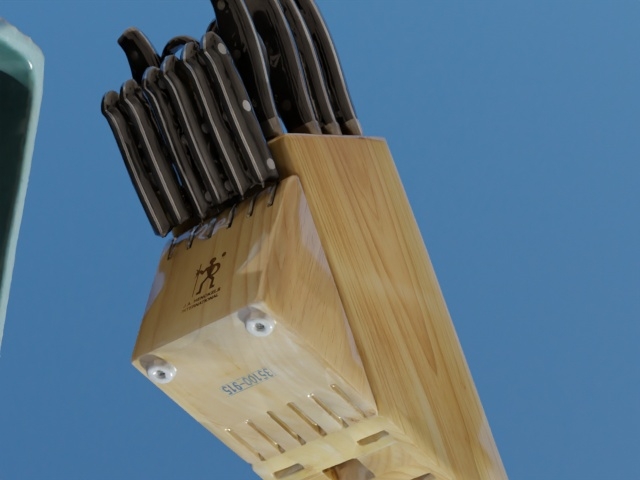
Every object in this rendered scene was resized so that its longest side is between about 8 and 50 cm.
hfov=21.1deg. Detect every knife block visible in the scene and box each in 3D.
[{"bbox_3d":[0.000,0.000,0.897,0.275,0.088,0.242,45,-142,-28],"label":"knife block"}]

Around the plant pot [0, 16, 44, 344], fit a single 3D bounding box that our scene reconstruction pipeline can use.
[{"bbox_3d":[-0.317,-0.019,0.857,0.252,0.247,0.248,4,-101,15],"label":"plant pot"}]
